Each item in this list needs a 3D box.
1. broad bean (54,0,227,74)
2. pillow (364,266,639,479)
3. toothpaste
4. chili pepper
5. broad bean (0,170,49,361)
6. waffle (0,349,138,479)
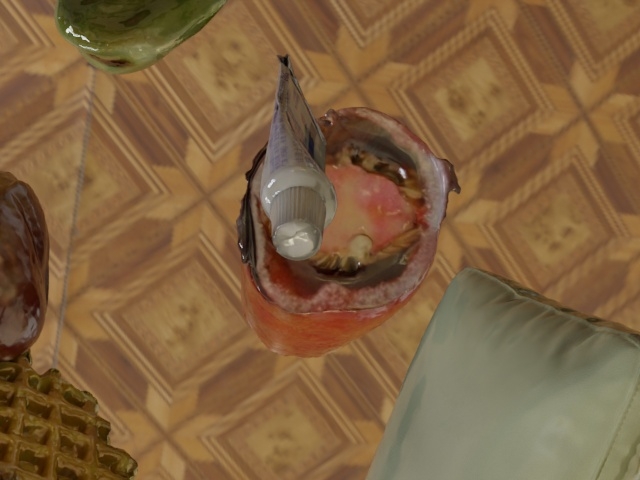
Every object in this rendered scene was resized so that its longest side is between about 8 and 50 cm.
[{"bbox_3d":[-0.158,-0.243,1.293,0.207,0.153,0.072,-32,154,8],"label":"broad bean"},{"bbox_3d":[0.115,0.193,0.950,0.120,0.255,0.322,22,91,-25],"label":"pillow"},{"bbox_3d":[-0.020,-0.073,1.224,0.069,0.282,0.099,5,121,-4],"label":"toothpaste"},{"bbox_3d":[0.000,0.000,1.504,0.229,0.305,0.251,9,76,-11],"label":"chili pepper"},{"bbox_3d":[-0.343,0.027,1.383,0.122,0.228,0.156,-6,142,-7],"label":"broad bean"},{"bbox_3d":[-0.305,0.206,1.328,0.291,0.291,0.051,23,116,-24],"label":"waffle"}]
